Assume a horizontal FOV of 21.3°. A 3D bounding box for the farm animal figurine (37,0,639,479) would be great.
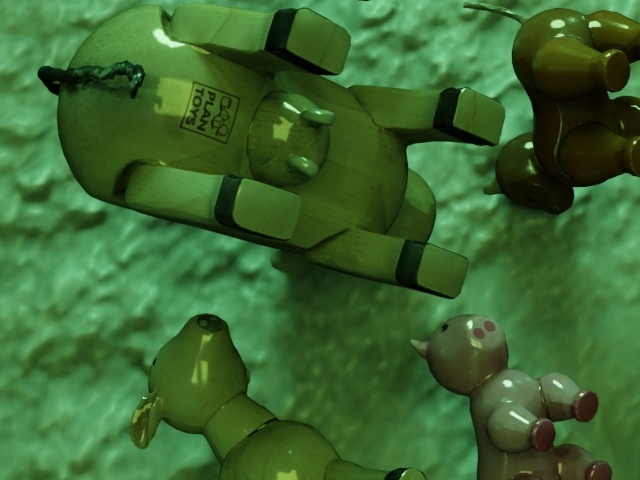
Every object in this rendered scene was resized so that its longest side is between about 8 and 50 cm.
[{"bbox_3d":[0.000,0.000,0.767,0.327,0.172,0.330,41,69,-37],"label":"farm animal figurine"}]
